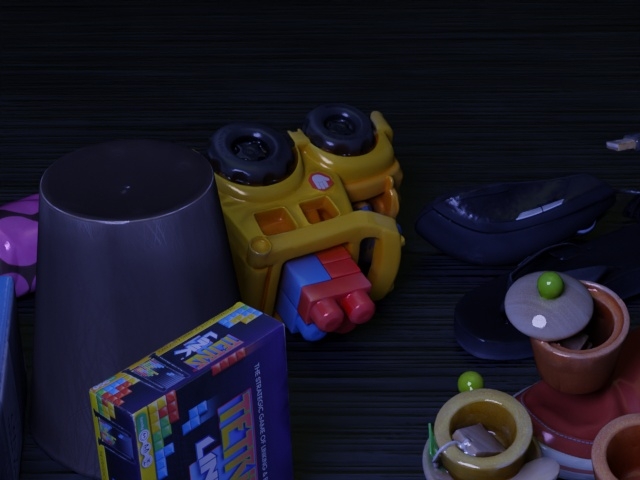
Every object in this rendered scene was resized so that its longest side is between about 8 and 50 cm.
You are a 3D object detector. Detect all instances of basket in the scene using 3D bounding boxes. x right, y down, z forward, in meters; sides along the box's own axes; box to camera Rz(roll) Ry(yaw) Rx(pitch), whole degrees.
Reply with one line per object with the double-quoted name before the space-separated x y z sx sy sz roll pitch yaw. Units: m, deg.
"basket" -0.140 0.050 1.150 0.204 0.226 0.154 11 33 20

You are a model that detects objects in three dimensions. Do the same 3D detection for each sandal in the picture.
"sandal" 0.219 0.030 1.328 0.254 0.054 0.097 -25 36 -25

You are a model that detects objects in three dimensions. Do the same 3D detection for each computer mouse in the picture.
"computer mouse" 0.225 -0.032 1.355 0.262 0.184 0.060 -6 67 -15

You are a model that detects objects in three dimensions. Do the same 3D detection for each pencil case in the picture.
"pencil case" -0.229 -0.017 1.401 0.209 0.095 0.098 -18 19 -30

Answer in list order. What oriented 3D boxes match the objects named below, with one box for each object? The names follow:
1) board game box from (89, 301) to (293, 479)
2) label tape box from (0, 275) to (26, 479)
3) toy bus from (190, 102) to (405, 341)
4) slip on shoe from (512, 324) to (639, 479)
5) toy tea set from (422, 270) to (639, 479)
"board game box" -0.083 0.149 1.039 0.048 0.170 0.141 24 40 38
"label tape box" -0.348 0.166 1.079 0.249 0.115 0.347 -3 33 -5
"toy bus" 0.000 0.000 1.328 0.220 0.149 0.211 -16 47 -28
"slip on shoe" 0.284 0.096 1.186 0.331 0.101 0.123 -17 36 -22
"toy tea set" 0.170 0.148 1.006 0.200 0.124 0.336 -13 48 -6
